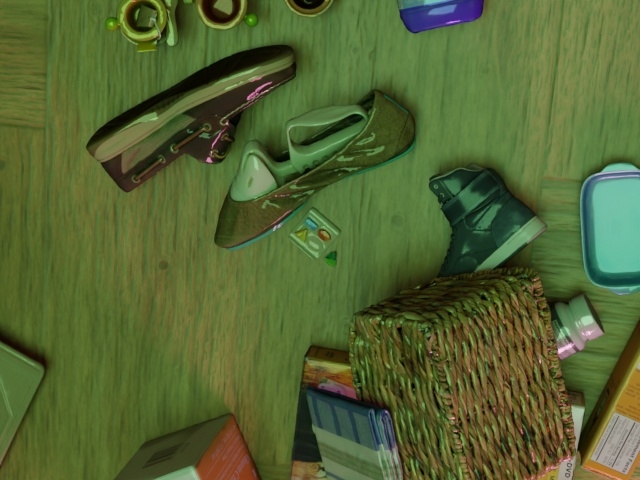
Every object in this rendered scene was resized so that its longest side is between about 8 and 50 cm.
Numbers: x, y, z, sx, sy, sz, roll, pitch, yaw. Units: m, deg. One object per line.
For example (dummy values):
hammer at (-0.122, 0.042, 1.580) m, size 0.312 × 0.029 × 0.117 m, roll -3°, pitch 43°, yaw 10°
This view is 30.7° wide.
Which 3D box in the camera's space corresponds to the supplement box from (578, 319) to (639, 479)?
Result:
supplement box at (0.451, 0.227, 1.673) m, size 0.080 × 0.078 × 0.233 m, roll 25°, pitch 107°, yaw 1°

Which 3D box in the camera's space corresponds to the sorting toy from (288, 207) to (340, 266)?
sorting toy at (0.000, 0.000, 1.739) m, size 0.083 × 0.012 × 0.062 m, roll 41°, pitch 106°, yaw 0°

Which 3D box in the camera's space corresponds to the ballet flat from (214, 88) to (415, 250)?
ballet flat at (-0.031, -0.112, 1.656) m, size 0.342 × 0.116 × 0.124 m, roll -27°, pitch 126°, yaw 15°

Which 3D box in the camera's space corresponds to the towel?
towel at (0.067, 0.353, 1.671) m, size 0.034 × 0.209 × 0.285 m, roll -20°, pitch 101°, yaw -27°

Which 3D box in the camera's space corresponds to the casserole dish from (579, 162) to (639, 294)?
casserole dish at (0.424, -0.019, 1.642) m, size 0.114 × 0.037 × 0.188 m, roll -3°, pitch 103°, yaw 11°

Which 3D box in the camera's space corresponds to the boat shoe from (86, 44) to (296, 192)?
boat shoe at (-0.170, -0.169, 1.688) m, size 0.342 × 0.123 × 0.123 m, roll -25°, pitch 111°, yaw 15°

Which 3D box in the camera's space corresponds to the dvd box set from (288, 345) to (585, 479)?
dvd box set at (0.165, 0.343, 1.762) m, size 0.420 × 0.062 × 0.308 m, roll 10°, pitch 105°, yaw 9°

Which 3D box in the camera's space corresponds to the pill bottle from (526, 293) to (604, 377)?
pill bottle at (0.331, 0.135, 1.673) m, size 0.137 × 0.078 × 0.078 m, roll -30°, pitch 96°, yaw 15°

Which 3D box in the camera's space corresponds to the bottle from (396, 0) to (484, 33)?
bottle at (0.143, -0.428, 1.571) m, size 0.118 × 0.092 × 0.283 m, roll -9°, pitch 101°, yaw 14°

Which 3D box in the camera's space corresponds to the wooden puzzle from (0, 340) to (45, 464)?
wooden puzzle at (-0.578, 0.239, 1.893) m, size 0.221 × 0.044 × 0.239 m, roll 29°, pitch 111°, yaw 3°

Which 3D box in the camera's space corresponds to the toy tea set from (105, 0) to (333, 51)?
toy tea set at (-0.141, -0.375, 1.596) m, size 0.336 × 0.124 × 0.200 m, roll -7°, pitch 97°, yaw 1°

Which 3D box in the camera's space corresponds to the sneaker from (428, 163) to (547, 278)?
sneaker at (0.190, -0.008, 1.668) m, size 0.163 × 0.086 × 0.226 m, roll 48°, pitch 115°, yaw 6°

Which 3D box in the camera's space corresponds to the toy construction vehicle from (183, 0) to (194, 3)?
toy construction vehicle at (-0.223, -0.389, 1.680) m, size 0.085 × 0.035 × 0.098 m, roll 0°, pitch 103°, yaw 11°

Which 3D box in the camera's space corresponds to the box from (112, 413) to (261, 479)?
box at (-0.165, 0.476, 1.775) m, size 0.168 × 0.215 × 0.345 m, roll -21°, pitch 99°, yaw 14°

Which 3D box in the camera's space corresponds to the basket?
basket at (0.192, 0.203, 1.630) m, size 0.213 × 0.223 × 0.299 m, roll 0°, pitch 110°, yaw 54°
